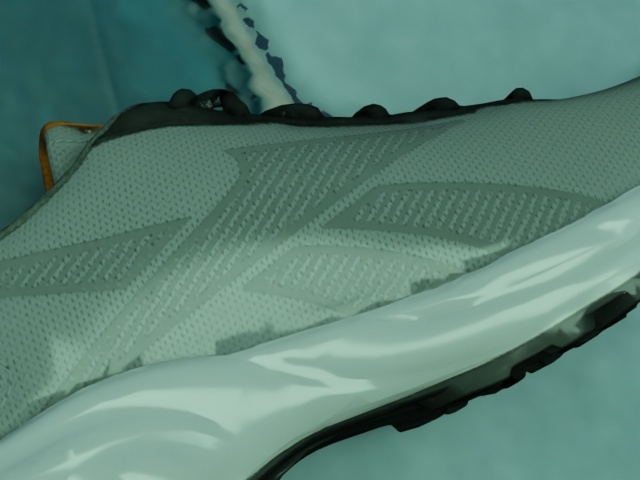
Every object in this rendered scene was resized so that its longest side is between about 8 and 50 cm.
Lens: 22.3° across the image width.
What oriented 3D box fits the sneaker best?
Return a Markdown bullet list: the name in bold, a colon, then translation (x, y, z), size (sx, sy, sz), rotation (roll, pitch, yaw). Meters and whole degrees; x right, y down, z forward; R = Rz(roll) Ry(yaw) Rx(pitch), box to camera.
- **sneaker**: translation (0.000, 0.000, 0.391), size (0.271, 0.100, 0.108), rotation (-23, 79, -17)
